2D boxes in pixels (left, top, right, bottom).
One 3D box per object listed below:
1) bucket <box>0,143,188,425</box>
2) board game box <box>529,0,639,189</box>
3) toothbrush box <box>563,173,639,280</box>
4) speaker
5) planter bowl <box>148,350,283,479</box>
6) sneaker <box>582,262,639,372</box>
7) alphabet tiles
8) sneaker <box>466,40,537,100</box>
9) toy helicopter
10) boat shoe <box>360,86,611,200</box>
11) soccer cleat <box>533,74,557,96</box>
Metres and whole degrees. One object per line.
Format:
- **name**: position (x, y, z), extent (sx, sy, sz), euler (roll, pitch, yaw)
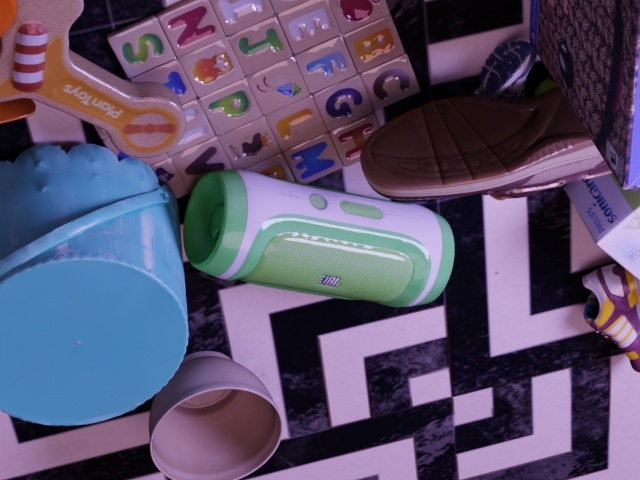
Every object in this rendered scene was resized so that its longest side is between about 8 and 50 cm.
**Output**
- **bucket**: position (-0.274, 0.053, 1.757), extent (0.281, 0.183, 0.281), euler (-8, 130, -9)
- **board game box**: position (0.329, -0.235, 1.654), extent (0.141, 0.291, 0.232), euler (-10, 129, -8)
- **toothbrush box**: position (0.472, -0.072, 1.944), extent (0.283, 0.122, 0.206), euler (-41, 128, 17)
- **speaker**: position (0.000, 0.000, 1.838), extent (0.296, 0.131, 0.131), euler (10, 124, -29)
- **planter bowl**: position (-0.136, 0.203, 1.974), extent (0.162, 0.109, 0.162), euler (-9, 130, -11)
- **sneaker**: position (0.383, 0.102, 2.096), extent (0.084, 0.069, 0.185), euler (-11, 127, 7)
- **alphabet tiles**: position (-0.072, -0.159, 1.772), extent (0.342, 0.011, 0.285), euler (-24, 130, 1)
- **sneaker**: position (0.208, -0.170, 1.832), extent (0.058, 0.052, 0.135), euler (12, 132, -31)
- **toy helicopter**: position (-0.293, -0.160, 1.622), extent (0.355, 0.140, 0.235), euler (26, 118, -35)
- **boat shoe**: position (0.209, -0.090, 1.797), extent (0.342, 0.123, 0.123), euler (-15, 144, -13)
- **soccer cleat**: position (0.328, -0.152, 1.880), extent (0.179, 0.060, 0.072), euler (3, 136, -12)
